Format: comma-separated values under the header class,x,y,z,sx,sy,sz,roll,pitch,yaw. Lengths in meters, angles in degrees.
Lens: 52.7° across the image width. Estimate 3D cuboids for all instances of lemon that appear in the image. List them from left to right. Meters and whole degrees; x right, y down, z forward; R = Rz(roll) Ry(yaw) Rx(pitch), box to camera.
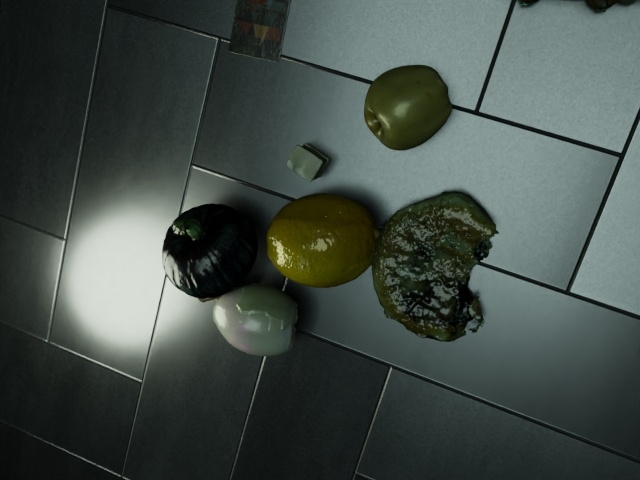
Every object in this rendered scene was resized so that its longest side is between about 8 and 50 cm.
class,x,y,z,sx,sy,sz,roll,pitch,yaw
lemon,0.004,0.000,1.539,0.263,0.236,0.236,-24,94,42

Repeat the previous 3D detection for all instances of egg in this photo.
class,x,y,z,sx,sy,sz,roll,pitch,yaw
egg,-0.168,0.200,1.649,0.217,0.183,0.183,9,103,3

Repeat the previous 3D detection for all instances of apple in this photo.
class,x,y,z,sx,sy,sz,roll,pitch,yaw
apple,0.193,-0.298,1.451,0.200,0.200,0.200,3,102,16

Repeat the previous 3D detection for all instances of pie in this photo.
class,x,y,z,sx,sy,sz,roll,pitch,yaw
pie,0.268,0.059,1.555,0.296,0.078,0.371,12,105,15

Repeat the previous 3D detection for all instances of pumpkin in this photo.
class,x,y,z,sx,sy,sz,roll,pitch,yaw
pumpkin,-0.289,0.009,1.608,0.248,0.248,0.248,3,102,16

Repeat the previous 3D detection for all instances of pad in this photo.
class,x,y,z,sx,sy,sz,roll,pitch,yaw
pad,-0.146,-0.558,1.591,0.142,0.003,0.211,15,105,13

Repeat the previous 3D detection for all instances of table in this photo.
class,x,y,z,sx,sy,sz,roll,pitch,yaw
table,-0.028,-0.193,1.586,0.079,0.083,0.062,35,109,7

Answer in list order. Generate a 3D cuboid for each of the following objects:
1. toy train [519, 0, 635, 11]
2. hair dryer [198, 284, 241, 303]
class,x,y,z,sx,sy,sz,roll,pitch,yaw
toy train,0.524,-0.569,1.330,0.326,0.129,0.159,12,98,15
hair dryer,-0.256,0.180,1.746,0.117,0.064,0.182,-13,105,17
